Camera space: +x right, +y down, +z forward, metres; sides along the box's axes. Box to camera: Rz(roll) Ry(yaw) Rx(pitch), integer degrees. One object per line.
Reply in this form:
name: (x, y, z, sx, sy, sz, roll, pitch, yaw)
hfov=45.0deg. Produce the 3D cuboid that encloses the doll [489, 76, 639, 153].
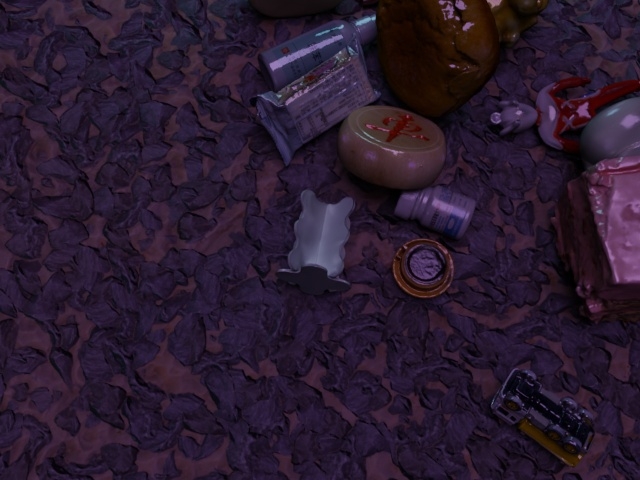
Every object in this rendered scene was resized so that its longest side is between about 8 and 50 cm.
doll: (0.594, -0.299, 1.850, 0.383, 0.099, 0.188, -2, 81, -7)

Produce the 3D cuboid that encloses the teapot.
teapot: (0.739, -0.224, 1.745, 0.318, 0.220, 0.149, -11, 66, -15)

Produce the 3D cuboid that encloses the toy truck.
toy truck: (0.470, 0.379, 1.631, 0.227, 0.114, 0.098, 36, 54, 8)

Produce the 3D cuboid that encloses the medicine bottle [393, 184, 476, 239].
medicine bottle: (0.260, -0.075, 1.764, 0.168, 0.105, 0.105, 22, 74, 5)

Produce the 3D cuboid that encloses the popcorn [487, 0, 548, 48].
popcorn: (0.384, -0.601, 1.852, 0.325, 0.321, 0.290, 0, 115, 21)

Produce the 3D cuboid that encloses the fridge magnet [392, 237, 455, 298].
fridge magnet: (0.233, 0.061, 1.744, 0.143, 0.063, 0.143, 0, 70, -1)

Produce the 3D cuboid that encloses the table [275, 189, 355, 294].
table: (0.000, 0.000, 1.715, 0.166, 0.166, 0.198, 10, 66, 1)

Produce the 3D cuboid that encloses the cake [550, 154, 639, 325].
cake: (0.673, 0.000, 1.648, 0.293, 0.307, 0.314, -6, 73, -2)

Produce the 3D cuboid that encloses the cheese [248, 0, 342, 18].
cheese: (-0.057, -0.631, 1.862, 0.265, 0.233, 0.127, -7, 84, -1)

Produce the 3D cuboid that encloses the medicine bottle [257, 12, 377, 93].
medicine bottle: (0.026, -0.471, 1.872, 0.351, 0.110, 0.110, -26, 76, -9)

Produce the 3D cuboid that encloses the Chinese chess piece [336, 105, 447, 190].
Chinese chess piece: (0.161, -0.213, 1.741, 0.250, 0.097, 0.251, 9, 34, -6)

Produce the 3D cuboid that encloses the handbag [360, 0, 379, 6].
handbag: (0.190, -0.718, 1.944, 0.235, 0.127, 0.213, -17, 103, -5)

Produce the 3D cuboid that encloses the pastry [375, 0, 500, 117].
pastry: (0.250, -0.448, 1.743, 0.163, 0.356, 0.356, -30, 76, -29)

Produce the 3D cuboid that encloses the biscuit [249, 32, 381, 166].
biscuit: (-0.001, -0.334, 1.811, 0.309, 0.186, 0.079, -35, 33, -9)
